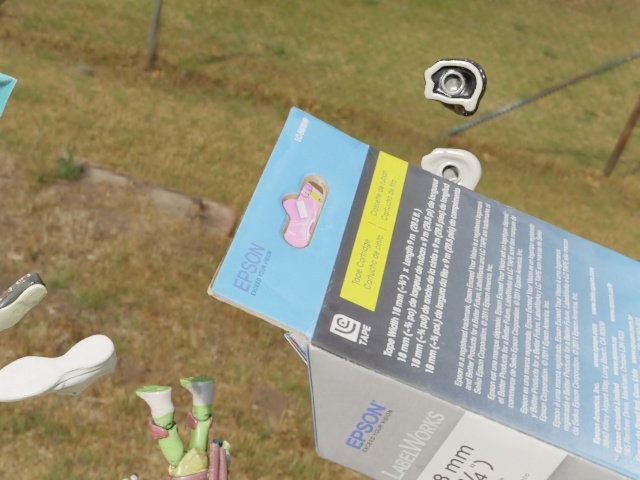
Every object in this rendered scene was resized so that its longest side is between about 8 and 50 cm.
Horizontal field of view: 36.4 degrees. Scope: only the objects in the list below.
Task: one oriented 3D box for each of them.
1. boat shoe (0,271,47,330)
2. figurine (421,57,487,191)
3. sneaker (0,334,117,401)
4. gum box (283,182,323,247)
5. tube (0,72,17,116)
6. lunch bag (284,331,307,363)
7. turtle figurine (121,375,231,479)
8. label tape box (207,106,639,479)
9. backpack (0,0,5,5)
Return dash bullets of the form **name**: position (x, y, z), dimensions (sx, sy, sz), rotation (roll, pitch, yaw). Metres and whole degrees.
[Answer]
- **boat shoe**: position (-0.513, 0.105, 1.618), dimensions (0.042, 0.133, 0.049), rotation (56, 7, 36)
- **figurine**: position (0.211, -0.168, 1.525), dimensions (0.092, 0.215, 0.209), rotation (3, 6, 10)
- **sneaker**: position (-0.446, 0.238, 1.654), dimensions (0.212, 0.094, 0.080), rotation (-18, 52, -15)
- **gum box**: position (0.000, 0.000, 1.588), dimensions (0.188, 0.062, 0.107), rotation (39, 62, -17)
- **tube**: position (-0.557, -0.251, 1.430), dimensions (0.207, 0.080, 0.052), rotation (24, 41, -21)
- **lunch bag**: position (-0.007, 0.134, 1.271), dimensions (0.053, 0.083, 0.071), rotation (-40, 93, -33)
- **turtle figurine**: position (-0.256, 0.377, 1.706), dimensions (0.197, 0.267, 0.274), rotation (-4, 3, -5)
- **label tape box**: position (0.089, 0.063, 0.724), dimensions (0.333, 0.106, 0.241), rotation (24, 38, -4)
- **backpack**: position (-0.340, -0.295, 0.610), dimensions (0.355, 0.273, 0.290), rotation (42, 57, -12)
